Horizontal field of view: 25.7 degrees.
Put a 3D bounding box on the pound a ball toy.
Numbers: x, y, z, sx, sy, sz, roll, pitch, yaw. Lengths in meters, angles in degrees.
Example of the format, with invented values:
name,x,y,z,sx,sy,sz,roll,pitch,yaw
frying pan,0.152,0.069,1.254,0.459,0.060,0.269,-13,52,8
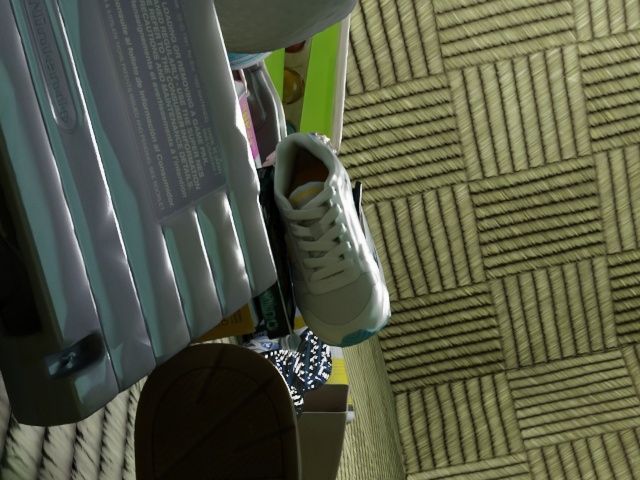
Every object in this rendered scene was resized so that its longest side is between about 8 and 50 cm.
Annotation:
name,x,y,z,sx,sy,sz,roll,pitch,yaw
pound a ball toy,-0.077,-0.241,1.803,0.136,0.208,0.319,119,-22,-61

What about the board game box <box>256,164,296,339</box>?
name,x,y,z,sx,sy,sz,roll,pitch,yaw
board game box,-0.047,0.007,1.340,0.186,0.026,0.126,-82,160,-76

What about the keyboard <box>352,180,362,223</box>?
name,x,y,z,sx,sy,sz,roll,pitch,yaw
keyboard,0.024,0.029,1.599,0.192,0.038,0.100,91,2,-45

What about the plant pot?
name,x,y,z,sx,sy,sz,roll,pitch,yaw
plant pot,-0.024,0.210,1.467,0.109,0.109,0.096,-75,164,-79

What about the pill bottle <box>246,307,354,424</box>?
name,x,y,z,sx,sy,sz,roll,pitch,yaw
pill bottle,-0.028,0.125,1.582,0.103,0.103,0.184,55,23,-77

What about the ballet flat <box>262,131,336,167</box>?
name,x,y,z,sx,sy,sz,roll,pitch,yaw
ballet flat,-0.027,-0.055,1.519,0.077,0.091,0.241,45,-17,23

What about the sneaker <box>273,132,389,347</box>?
name,x,y,z,sx,sy,sz,roll,pitch,yaw
sneaker,0.000,0.000,1.312,0.092,0.087,0.228,61,9,-50

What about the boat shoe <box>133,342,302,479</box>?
name,x,y,z,sx,sy,sz,roll,pitch,yaw
boat shoe,-0.062,0.236,0.801,0.123,0.123,0.342,111,-23,-72

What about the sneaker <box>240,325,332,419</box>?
name,x,y,z,sx,sy,sz,roll,pitch,yaw
sneaker,-0.058,0.141,1.397,0.211,0.081,0.080,-22,102,-67

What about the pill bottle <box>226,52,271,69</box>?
name,x,y,z,sx,sy,sz,roll,pitch,yaw
pill bottle,-0.109,-0.254,1.355,0.264,0.146,0.146,23,55,-85

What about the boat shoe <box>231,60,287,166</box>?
name,x,y,z,sx,sy,sz,roll,pitch,yaw
boat shoe,-0.115,-0.198,1.603,0.112,0.095,0.335,-6,-86,59

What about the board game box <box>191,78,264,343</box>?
name,x,y,z,sx,sy,sz,roll,pitch,yaw
board game box,-0.101,-0.041,1.387,0.316,0.064,0.242,-41,119,-84

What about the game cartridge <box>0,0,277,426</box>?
name,x,y,z,sx,sy,sz,roll,pitch,yaw
game cartridge,-0.132,-0.106,0.768,0.230,0.068,0.355,-38,117,-62

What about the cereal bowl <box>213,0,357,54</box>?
name,x,y,z,sx,sy,sz,roll,pitch,yaw
cereal bowl,-0.119,-0.273,1.006,0.339,0.141,0.339,53,-11,16

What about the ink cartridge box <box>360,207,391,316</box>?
name,x,y,z,sx,sy,sz,roll,pitch,yaw
ink cartridge box,0.000,0.041,1.830,0.208,0.153,0.087,66,12,-62
